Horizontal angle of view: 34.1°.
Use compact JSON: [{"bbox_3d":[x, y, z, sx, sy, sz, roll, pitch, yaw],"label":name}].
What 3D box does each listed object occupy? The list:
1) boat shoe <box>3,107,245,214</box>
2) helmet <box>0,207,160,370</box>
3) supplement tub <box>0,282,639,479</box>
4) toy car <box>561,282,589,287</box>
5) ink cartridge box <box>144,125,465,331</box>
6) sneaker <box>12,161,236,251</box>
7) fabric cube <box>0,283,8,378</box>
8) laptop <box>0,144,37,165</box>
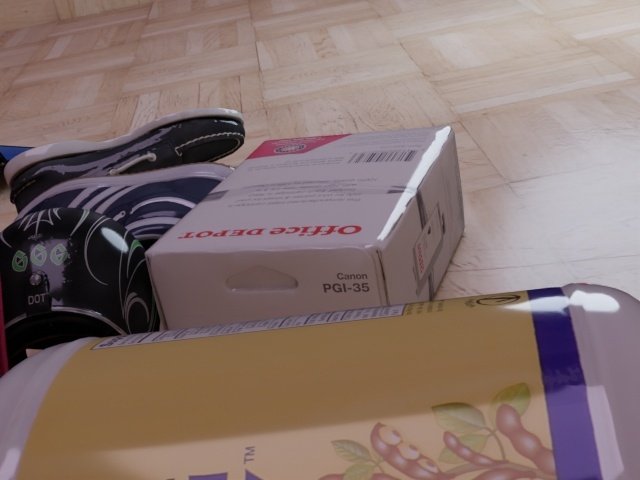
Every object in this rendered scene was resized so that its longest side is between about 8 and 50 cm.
[{"bbox_3d":[-0.225,-0.081,1.278,0.303,0.091,0.114,-18,-20,-14],"label":"boat shoe"},{"bbox_3d":[-0.213,0.053,0.884,0.170,0.169,0.161,-11,40,-1],"label":"helmet"},{"bbox_3d":[-0.015,0.152,0.443,0.332,0.241,0.241,-8,23,9],"label":"supplement tub"},{"bbox_3d":[0.256,0.078,0.728,0.225,0.053,0.239,-8,23,7],"label":"toy car"},{"bbox_3d":[0.000,0.000,0.943,0.207,0.117,0.283,-2,24,21],"label":"ink cartridge box"},{"bbox_3d":[-0.215,0.008,1.051,0.282,0.099,0.153,-12,32,19],"label":"sneaker"},{"bbox_3d":[-0.392,0.080,0.688,0.258,0.254,0.259,-3,3,19],"label":"fabric cube"},{"bbox_3d":[-0.505,-0.183,1.492,0.234,0.264,0.136,6,50,35],"label":"laptop"}]
